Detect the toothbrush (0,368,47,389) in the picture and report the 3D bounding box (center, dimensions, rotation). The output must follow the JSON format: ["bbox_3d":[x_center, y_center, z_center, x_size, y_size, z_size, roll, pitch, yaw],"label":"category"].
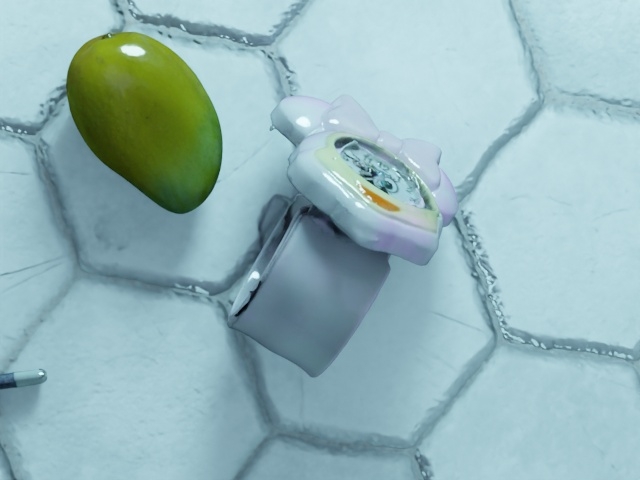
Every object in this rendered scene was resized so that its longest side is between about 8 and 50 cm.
[{"bbox_3d":[-0.413,0.155,1.880,0.288,0.024,0.026,-10,78,-6],"label":"toothbrush"}]

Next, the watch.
[{"bbox_3d":[0.000,0.000,1.861,0.211,0.248,0.217,32,113,-8],"label":"watch"}]

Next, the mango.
[{"bbox_3d":[-0.169,-0.116,1.874,0.130,0.092,0.195,-27,98,-8],"label":"mango"}]
